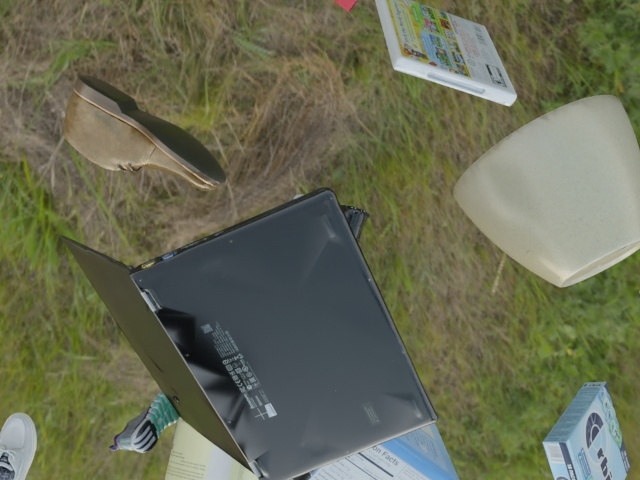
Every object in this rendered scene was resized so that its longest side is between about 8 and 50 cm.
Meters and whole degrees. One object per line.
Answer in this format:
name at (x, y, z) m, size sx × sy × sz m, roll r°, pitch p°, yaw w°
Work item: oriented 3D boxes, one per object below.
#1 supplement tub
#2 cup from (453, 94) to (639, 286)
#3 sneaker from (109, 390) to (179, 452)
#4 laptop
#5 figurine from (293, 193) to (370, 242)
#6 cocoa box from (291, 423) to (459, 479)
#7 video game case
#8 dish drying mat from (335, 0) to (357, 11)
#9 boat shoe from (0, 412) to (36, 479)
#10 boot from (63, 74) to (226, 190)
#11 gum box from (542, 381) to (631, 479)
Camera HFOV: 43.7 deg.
supplement tub at (-0.224, 0.525, 1.766) m, size 0.235 × 0.325 × 0.235 m, roll 10°, pitch 165°, yaw 3°
cup at (0.434, -0.060, 1.398) m, size 0.331 × 0.237 × 0.331 m, roll -23°, pitch 161°, yaw -8°
sneaker at (-0.395, 0.405, 1.832) m, size 0.098 × 0.223 × 0.083 m, roll -12°, pitch 104°, yaw 23°
laptop at (-0.108, 0.119, 1.111) m, size 0.407 × 0.236 × 0.382 m, roll -23°, pitch 117°, yaw 7°
figurine at (0.000, 0.000, 2.107) m, size 0.092 × 0.214 × 0.209 m, roll 25°, pitch 82°, yaw -61°
cocoa box at (0.062, 0.360, 1.427) m, size 0.231 × 0.347 × 0.228 m, roll 37°, pitch 102°, yaw -16°
video game case at (0.197, -0.313, 1.285) m, size 0.206 × 0.227 × 0.026 m, roll 14°, pitch 130°, yaw -18°
dish drying mat at (0.042, -0.516, 1.682) m, size 0.032 × 0.083 × 0.008 m, roll -50°, pitch 158°, yaw 12°
boat shoe at (-0.542, 0.388, 1.378) m, size 0.066 × 0.184 × 0.063 m, roll 13°, pitch 159°, yaw -1°
boot at (-0.299, -0.154, 1.350) m, size 0.305 × 0.112 × 0.115 m, roll 33°, pitch 106°, yaw 8°
gum box at (0.414, 0.330, 1.228) m, size 0.041 × 0.184 × 0.157 m, roll -11°, pitch 104°, yaw 41°
